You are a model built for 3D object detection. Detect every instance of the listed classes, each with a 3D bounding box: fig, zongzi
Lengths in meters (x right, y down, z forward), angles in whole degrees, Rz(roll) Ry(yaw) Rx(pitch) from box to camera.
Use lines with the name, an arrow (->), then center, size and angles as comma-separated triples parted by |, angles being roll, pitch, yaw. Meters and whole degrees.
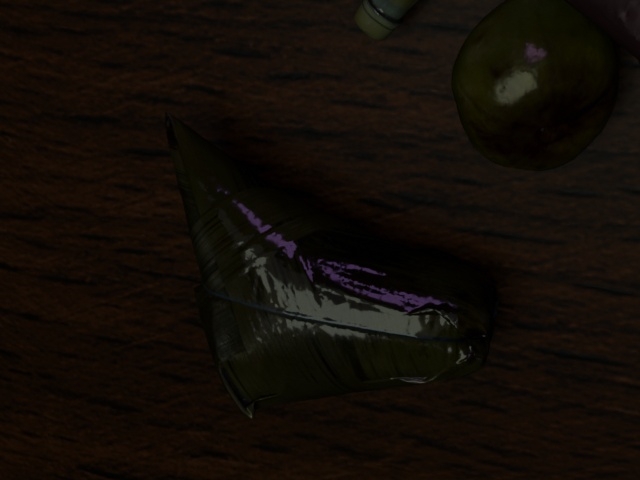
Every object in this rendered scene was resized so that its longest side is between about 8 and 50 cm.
fig -> 0.180, -0.132, 1.118 | 0.136, 0.121, 0.153 | 22, 100, -28
zongzi -> 0.000, 0.000, 1.240 | 0.286, 0.138, 0.300 | -12, 103, 23

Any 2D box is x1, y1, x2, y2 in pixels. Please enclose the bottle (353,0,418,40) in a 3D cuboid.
bottle -> 0.121, -0.271, 1.114 | 0.083, 0.083, 0.270 | 43, 121, 3

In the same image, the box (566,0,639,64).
box -> 0.287, -0.272, 0.992 | 0.167, 0.193, 0.294 | 40, 120, 14
